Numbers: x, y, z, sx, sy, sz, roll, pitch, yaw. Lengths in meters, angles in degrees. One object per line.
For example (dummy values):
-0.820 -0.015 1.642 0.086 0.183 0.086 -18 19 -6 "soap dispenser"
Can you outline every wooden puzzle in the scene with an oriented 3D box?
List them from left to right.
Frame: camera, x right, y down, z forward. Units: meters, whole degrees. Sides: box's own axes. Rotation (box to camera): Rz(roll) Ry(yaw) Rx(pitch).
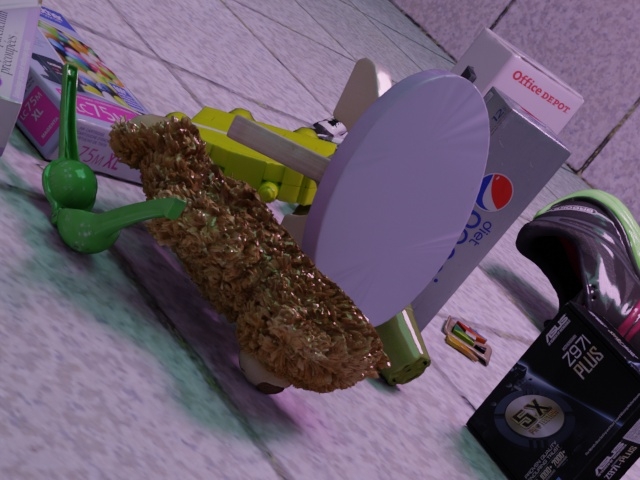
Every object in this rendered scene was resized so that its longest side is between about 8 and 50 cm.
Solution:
0.187 0.124 1.939 0.078 0.014 0.116 37 14 -5 "wooden puzzle"

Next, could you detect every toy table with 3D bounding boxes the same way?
0.042 -0.057 1.579 0.252 0.274 0.161 39 -6 -38 "toy table"

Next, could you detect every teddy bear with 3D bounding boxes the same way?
-0.082 0.019 1.403 0.338 0.113 0.245 50 -6 10 "teddy bear"

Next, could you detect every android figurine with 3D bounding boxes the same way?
-0.073 -0.094 1.753 0.248 0.056 0.273 16 16 -1 "android figurine"

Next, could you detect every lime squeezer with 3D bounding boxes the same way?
-0.208 -0.056 1.365 0.059 0.110 0.310 5 25 -28 "lime squeezer"

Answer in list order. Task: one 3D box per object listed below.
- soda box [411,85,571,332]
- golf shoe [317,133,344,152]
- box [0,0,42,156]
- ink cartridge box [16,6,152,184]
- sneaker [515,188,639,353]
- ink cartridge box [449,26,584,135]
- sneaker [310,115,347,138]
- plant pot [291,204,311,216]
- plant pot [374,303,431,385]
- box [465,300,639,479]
0.157 -0.033 1.799 0.098 0.286 0.091 33 14 -21 "soda box"
0.025 -0.110 2.100 0.198 0.077 0.094 17 6 -30 "golf shoe"
-0.308 -0.198 1.478 0.063 0.067 0.324 17 32 -16 "box"
-0.294 -0.183 1.634 0.311 0.065 0.186 45 15 29 "ink cartridge box"
0.446 0.141 2.278 0.202 0.185 0.483 -16 55 -24 "sneaker"
0.283 -0.196 2.616 0.197 0.273 0.114 26 19 -39 "ink cartridge box"
0.018 -0.179 2.393 0.040 0.043 0.109 42 17 8 "sneaker"
0.000 0.000 1.748 0.083 0.081 0.081 25 15 0 "plant pot"
0.076 0.107 1.620 0.083 0.083 0.079 17 38 -54 "plant pot"
0.266 0.182 1.621 0.077 0.180 0.147 23 21 -46 "box"
